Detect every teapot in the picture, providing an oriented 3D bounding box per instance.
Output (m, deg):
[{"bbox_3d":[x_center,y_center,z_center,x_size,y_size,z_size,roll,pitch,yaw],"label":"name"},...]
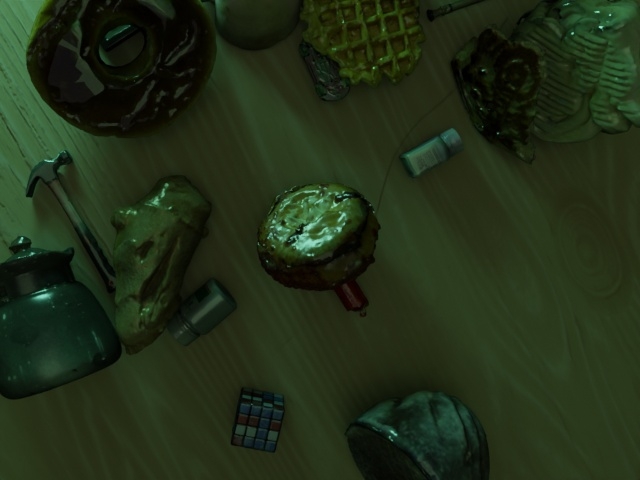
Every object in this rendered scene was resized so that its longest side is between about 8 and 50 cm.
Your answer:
[{"bbox_3d":[-0.543,0.135,1.251,0.223,0.305,0.285,-18,90,-42],"label":"teapot"}]

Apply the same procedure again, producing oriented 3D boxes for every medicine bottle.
[{"bbox_3d":[-0.239,0.144,1.307,0.130,0.080,0.080,-40,98,0],"label":"medicine bottle"},{"bbox_3d":[0.224,-0.175,1.315,0.118,0.074,0.055,-30,97,-2],"label":"medicine bottle"}]

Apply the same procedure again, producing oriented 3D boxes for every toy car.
[{"bbox_3d":[0.007,-0.338,1.291,0.069,0.055,0.142,-22,88,-12],"label":"toy car"}]

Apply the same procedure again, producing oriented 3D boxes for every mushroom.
[{"bbox_3d":[-0.136,-0.456,1.212,0.236,0.162,0.173,1,94,-3],"label":"mushroom"}]

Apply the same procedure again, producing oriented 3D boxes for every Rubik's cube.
[{"bbox_3d":[-0.127,0.364,1.334,0.092,0.092,0.092,13,94,-6],"label":"Rubik's cube"}]

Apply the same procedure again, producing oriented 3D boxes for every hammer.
[{"bbox_3d":[-0.474,-0.027,1.294,0.111,0.033,0.288,-30,98,-2],"label":"hammer"}]

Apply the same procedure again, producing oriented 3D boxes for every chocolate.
[{"bbox_3d":[0.221,0.419,1.294,0.213,0.303,0.303,-36,99,-26],"label":"chocolate"}]

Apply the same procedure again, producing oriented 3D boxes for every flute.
[{"bbox_3d":[0.325,-0.489,1.315,0.233,0.027,0.027,-20,97,-2],"label":"flute"}]

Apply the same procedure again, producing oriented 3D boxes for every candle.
[{"bbox_3d":[0.057,0.102,1.343,0.052,0.052,0.131,-34,98,-1],"label":"candle"}]

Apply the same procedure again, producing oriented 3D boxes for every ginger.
[{"bbox_3d":[-0.315,0.042,1.246,0.190,0.126,0.354,14,81,-34],"label":"ginger"}]

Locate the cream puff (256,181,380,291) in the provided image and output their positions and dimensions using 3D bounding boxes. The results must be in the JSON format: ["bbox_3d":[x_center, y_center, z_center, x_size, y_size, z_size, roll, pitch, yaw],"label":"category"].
[{"bbox_3d":[0.001,-0.001,1.256,0.240,0.240,0.164,-22,128,-2],"label":"cream puff"}]

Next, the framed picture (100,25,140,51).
[{"bbox_3d":[-0.379,-0.463,1.260,0.168,0.023,0.128,-33,98,-1],"label":"framed picture"}]

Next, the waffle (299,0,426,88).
[{"bbox_3d":[0.092,-0.436,1.264,0.262,0.060,0.280,32,81,-14],"label":"waffle"}]

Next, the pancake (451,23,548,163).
[{"bbox_3d":[0.344,-0.293,1.284,0.056,0.212,0.257,-28,133,-33],"label":"pancake"}]

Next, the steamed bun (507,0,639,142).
[{"bbox_3d":[0.512,-0.338,1.258,0.207,0.268,0.280,-35,115,-34],"label":"steamed bun"}]

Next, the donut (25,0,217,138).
[{"bbox_3d":[-0.362,-0.355,1.196,0.330,0.160,0.330,-8,114,-18],"label":"donut"}]
